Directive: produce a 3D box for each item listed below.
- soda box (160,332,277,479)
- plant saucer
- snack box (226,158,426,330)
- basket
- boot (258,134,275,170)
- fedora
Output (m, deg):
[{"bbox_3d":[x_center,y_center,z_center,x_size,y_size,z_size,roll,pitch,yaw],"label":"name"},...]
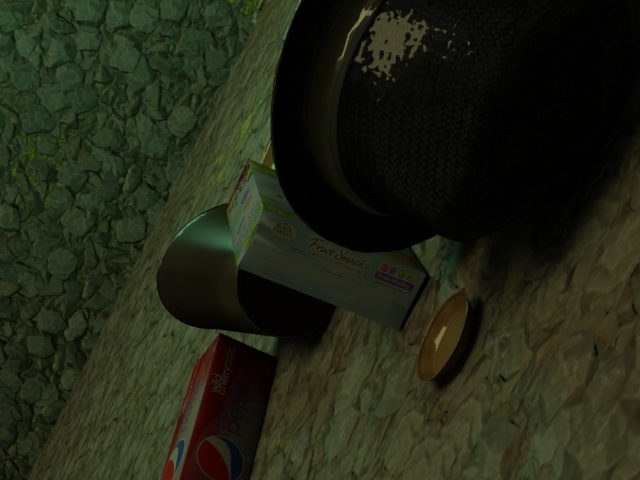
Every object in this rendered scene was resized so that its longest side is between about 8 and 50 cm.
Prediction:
[{"bbox_3d":[-0.128,0.245,1.632,0.092,0.083,0.263,-51,19,45],"label":"soda box"},{"bbox_3d":[0.108,0.084,1.162,0.083,0.015,0.083,-58,15,25],"label":"plant saucer"},{"bbox_3d":[0.000,0.000,1.382,0.207,0.174,0.070,-111,45,-71],"label":"snack box"},{"bbox_3d":[-0.072,0.038,1.642,0.204,0.154,0.227,-25,12,-18],"label":"basket"},{"bbox_3d":[-0.088,-0.061,2.037,0.236,0.089,0.269,9,75,63],"label":"boot"},{"bbox_3d":[0.124,-0.119,1.058,0.152,0.334,0.334,36,103,46],"label":"fedora"}]
